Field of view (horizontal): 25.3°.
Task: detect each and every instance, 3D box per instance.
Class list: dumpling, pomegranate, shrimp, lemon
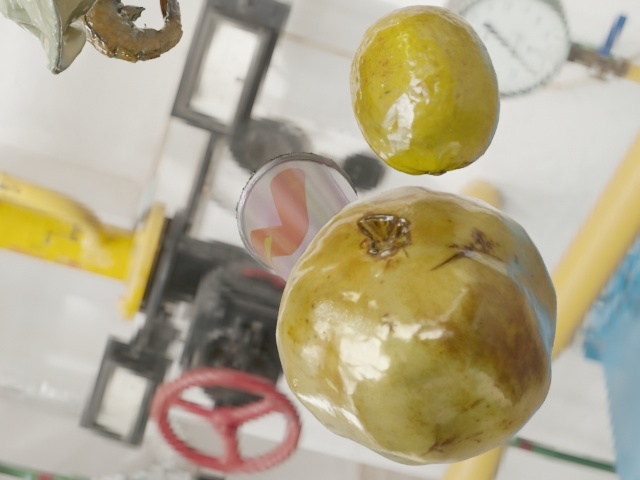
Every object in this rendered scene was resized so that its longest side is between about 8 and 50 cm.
[{"bbox_3d":[-0.213,-0.199,1.135,0.169,0.100,0.134,152,108,-65],"label":"dumpling"},{"bbox_3d":[0.117,0.103,1.675,0.332,0.333,0.332,-164,90,-81],"label":"pomegranate"},{"bbox_3d":[-0.275,-0.362,2.107,0.058,0.173,0.253,-51,22,50],"label":"shrimp"},{"bbox_3d":[0.113,-0.166,1.573,0.170,0.170,0.207,124,136,-63],"label":"lemon"}]

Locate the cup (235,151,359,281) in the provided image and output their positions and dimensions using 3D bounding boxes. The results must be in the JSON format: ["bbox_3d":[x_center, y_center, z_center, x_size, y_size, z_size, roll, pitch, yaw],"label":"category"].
[{"bbox_3d":[0.000,0.000,2.071,0.288,0.203,0.203,-132,58,-66],"label":"cup"}]
